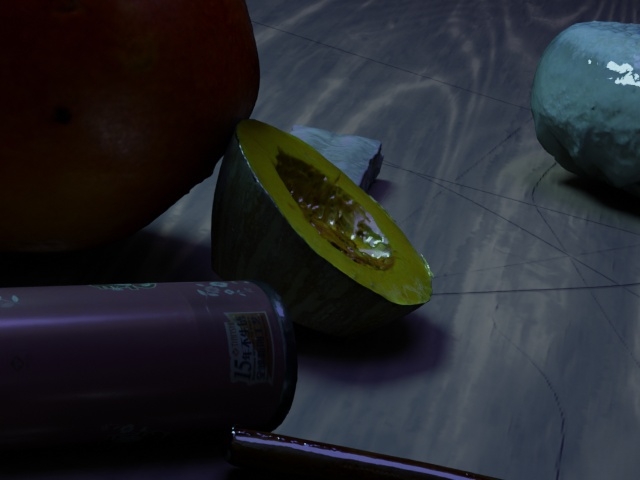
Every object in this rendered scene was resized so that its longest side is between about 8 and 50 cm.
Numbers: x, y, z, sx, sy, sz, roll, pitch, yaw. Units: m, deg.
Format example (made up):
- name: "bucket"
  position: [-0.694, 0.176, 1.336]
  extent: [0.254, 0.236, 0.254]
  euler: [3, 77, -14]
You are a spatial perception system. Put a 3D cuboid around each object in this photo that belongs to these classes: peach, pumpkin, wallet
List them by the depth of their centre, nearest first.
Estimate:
- name: "wallet"
  position: [0.062, 0.157, 1.251]
  extent: [0.255, 0.031, 0.137]
  euler: [12, -5, -2]
- name: "pumpkin"
  position: [-0.016, 0.007, 1.599]
  extent: [0.217, 0.110, 0.217]
  euler: [39, 11, -10]
- name: "peach"
  position: [-0.235, -0.169, 1.621]
  extent: [0.388, 0.388, 0.388]
  euler: [10, 17, -3]

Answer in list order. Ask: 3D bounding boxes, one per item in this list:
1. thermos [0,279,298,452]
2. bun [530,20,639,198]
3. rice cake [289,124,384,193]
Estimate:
- name: "thermos"
  position: [-0.190, 0.079, 1.277]
  extent: [0.330, 0.109, 0.136]
  euler: [-1, 21, -32]
- name: "bun"
  position: [0.415, -0.136, 2.196]
  extent: [0.354, 0.194, 0.354]
  euler: [8, 14, -2]
- name: "rice cake"
  position: [-0.003, -0.061, 1.944]
  extent: [0.106, 0.050, 0.298]
  euler: [12, 17, 5]
